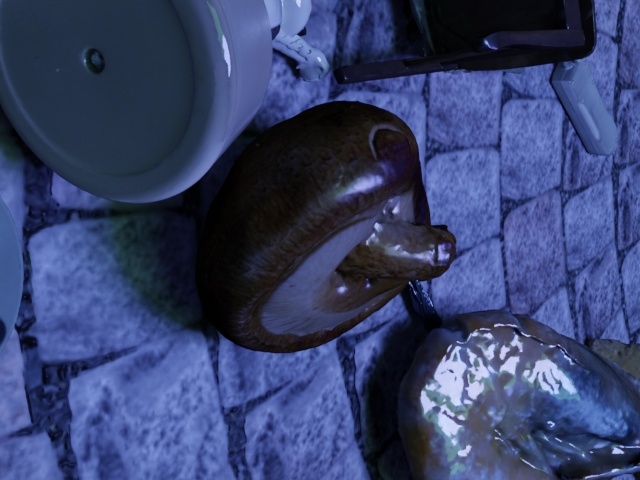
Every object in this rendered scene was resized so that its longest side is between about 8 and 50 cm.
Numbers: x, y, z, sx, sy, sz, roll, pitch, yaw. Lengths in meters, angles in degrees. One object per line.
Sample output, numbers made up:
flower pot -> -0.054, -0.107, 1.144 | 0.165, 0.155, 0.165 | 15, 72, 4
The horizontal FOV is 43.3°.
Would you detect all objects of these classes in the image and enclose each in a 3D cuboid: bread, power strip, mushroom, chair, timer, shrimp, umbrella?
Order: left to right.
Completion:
timer -> -0.073, -0.154, 0.556 | 0.266, 0.175, 0.175 | -45, 127, -54
mushroom -> -0.006, -0.012, 0.608 | 0.194, 0.138, 0.231 | -20, 151, -5
umbrella -> 0.123, 0.102, 0.850 | 0.044, 0.044, 0.269 | -35, 112, -7
chair -> 0.160, -0.227, 0.723 | 0.319, 0.186, 0.160 | -15, 97, -43
shrimp -> 0.264, 0.214, 0.860 | 0.445, 0.110, 0.221 | 20, 78, -27
power strip -> 0.335, -0.172, 1.020 | 0.191, 0.030, 0.048 | 47, 65, -38
bread -> 0.412, 0.243, 1.085 | 0.169, 0.140, 0.160 | 55, 53, -35

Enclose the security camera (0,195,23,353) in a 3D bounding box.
security camera -> -0.289, 0.036, 0.394 | 0.301, 0.080, 0.157 | -21, 108, -52
